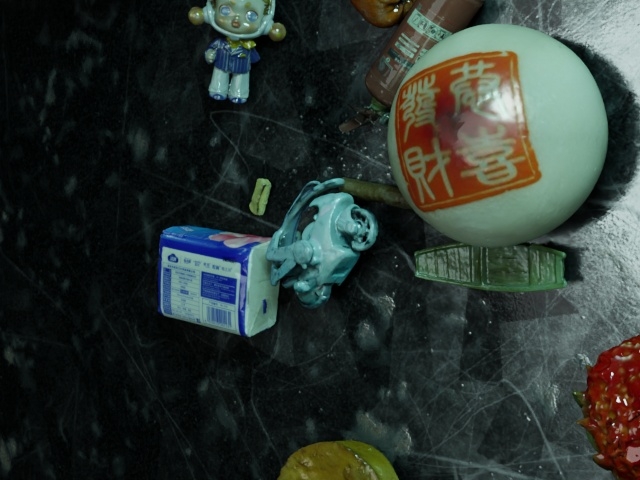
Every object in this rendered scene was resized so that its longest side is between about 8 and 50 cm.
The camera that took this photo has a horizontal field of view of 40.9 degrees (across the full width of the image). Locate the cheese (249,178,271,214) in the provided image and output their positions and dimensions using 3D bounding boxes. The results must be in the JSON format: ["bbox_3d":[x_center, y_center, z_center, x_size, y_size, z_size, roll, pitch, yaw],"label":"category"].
[{"bbox_3d":[-0.134,-0.096,1.870,0.044,0.030,0.083,46,127,48],"label":"cheese"}]

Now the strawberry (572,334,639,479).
[{"bbox_3d":[0.556,0.235,1.230,0.343,0.292,0.292,-39,71,36],"label":"strawberry"}]

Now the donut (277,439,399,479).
[{"bbox_3d":[0.050,0.529,1.745,0.278,0.108,0.277,4,97,36],"label":"donut"}]

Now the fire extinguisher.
[{"bbox_3d":[0.150,-0.328,1.558,0.106,0.147,0.337,48,119,25],"label":"fire extinguisher"}]

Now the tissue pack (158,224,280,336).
[{"bbox_3d":[-0.224,0.084,1.895,0.270,0.137,0.209,8,99,33],"label":"tissue pack"}]

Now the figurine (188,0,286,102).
[{"bbox_3d":[-0.166,-0.432,1.812,0.194,0.133,0.274,-9,115,7],"label":"figurine"}]

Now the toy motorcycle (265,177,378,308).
[{"bbox_3d":[0.000,0.000,1.710,0.260,0.154,0.206,-54,52,29],"label":"toy motorcycle"}]

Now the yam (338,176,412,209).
[{"bbox_3d":[0.172,-0.083,1.632,0.327,0.045,0.045,13,135,36],"label":"yam"}]

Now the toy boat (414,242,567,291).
[{"bbox_3d":[0.306,0.043,1.536,0.293,0.055,0.093,1,96,36],"label":"toy boat"}]

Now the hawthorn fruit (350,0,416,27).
[{"bbox_3d":[0.114,-0.472,1.586,0.138,0.133,0.133,37,115,32],"label":"hawthorn fruit"}]

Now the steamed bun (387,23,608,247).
[{"bbox_3d":[0.272,-0.174,1.403,0.374,0.241,0.374,0,90,31],"label":"steamed bun"}]
